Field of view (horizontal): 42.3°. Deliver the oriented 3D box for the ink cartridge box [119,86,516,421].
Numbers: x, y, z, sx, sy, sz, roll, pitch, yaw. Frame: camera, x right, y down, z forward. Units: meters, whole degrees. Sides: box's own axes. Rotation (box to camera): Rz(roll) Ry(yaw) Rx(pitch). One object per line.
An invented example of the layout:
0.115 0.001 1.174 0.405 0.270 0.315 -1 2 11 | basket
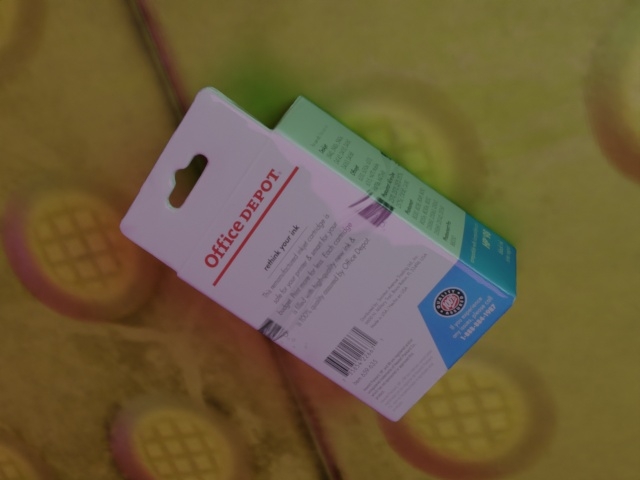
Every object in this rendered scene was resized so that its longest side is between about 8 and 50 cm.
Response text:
0.000 0.000 0.434 0.180 0.060 0.104 35 119 -5 | ink cartridge box
